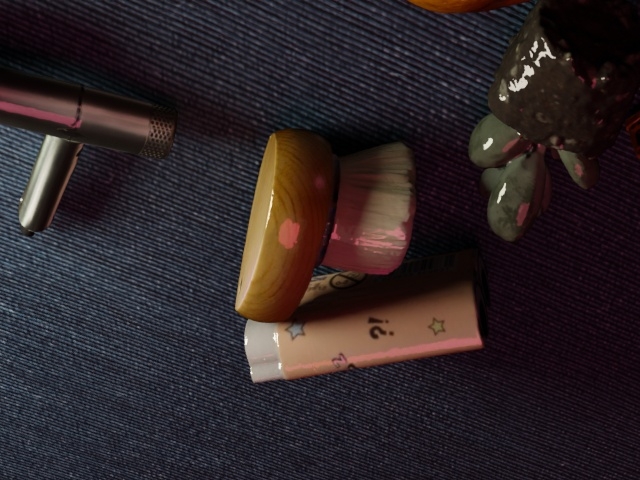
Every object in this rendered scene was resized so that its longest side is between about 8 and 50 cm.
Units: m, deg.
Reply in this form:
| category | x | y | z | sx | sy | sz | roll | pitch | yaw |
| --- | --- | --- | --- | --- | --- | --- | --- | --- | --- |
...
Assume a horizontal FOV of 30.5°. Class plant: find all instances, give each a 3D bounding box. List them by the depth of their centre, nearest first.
| category | x | y | z | sx | sy | sz | roll | pitch | yaw |
| --- | --- | --- | --- | --- | --- | --- | --- | --- | --- |
| plant | 0.243 | -0.129 | 1.236 | 0.149 | 0.146 | 0.274 | 26 | 137 | 7 |

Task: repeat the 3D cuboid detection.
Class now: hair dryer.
| category | x | y | z | sx | sy | sz | roll | pitch | yaw |
| --- | --- | --- | --- | --- | --- | --- | --- | --- | --- |
| hair dryer | -0.361 | -0.092 | 1.330 | 0.320 | 0.155 | 0.284 | 20 | 124 | -26 |

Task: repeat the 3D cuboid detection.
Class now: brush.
| category | x | y | z | sx | sy | sz | roll | pitch | yaw |
| --- | --- | --- | --- | --- | --- | --- | --- | --- | --- |
| brush | 0.000 | 0.000 | 1.362 | 0.166 | 0.174 | 0.266 | 10 | 129 | -12 |

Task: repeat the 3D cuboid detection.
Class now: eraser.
| category | x | y | z | sx | sy | sz | roll | pitch | yaw |
| --- | --- | --- | --- | --- | --- | --- | --- | --- | --- |
| eraser | 0.061 | 0.090 | 1.463 | 0.290 | 0.171 | 0.087 | -11 | 115 | 16 |

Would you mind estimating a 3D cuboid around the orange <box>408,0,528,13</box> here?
| category | x | y | z | sx | sy | sz | roll | pitch | yaw |
| --- | --- | --- | --- | --- | --- | --- | --- | --- | --- |
| orange | 0.157 | -0.295 | 1.026 | 0.240 | 0.240 | 0.171 | -10 | 92 | 16 |

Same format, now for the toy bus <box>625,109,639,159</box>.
| category | x | y | z | sx | sy | sz | roll | pitch | yaw |
| --- | --- | --- | --- | --- | --- | --- | --- | --- | --- |
| toy bus | 0.429 | -0.082 | 1.296 | 0.194 | 0.088 | 0.083 | 32 | 129 | -24 |
